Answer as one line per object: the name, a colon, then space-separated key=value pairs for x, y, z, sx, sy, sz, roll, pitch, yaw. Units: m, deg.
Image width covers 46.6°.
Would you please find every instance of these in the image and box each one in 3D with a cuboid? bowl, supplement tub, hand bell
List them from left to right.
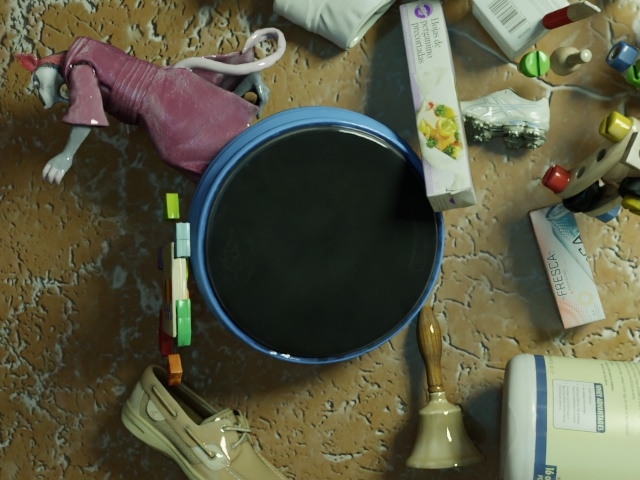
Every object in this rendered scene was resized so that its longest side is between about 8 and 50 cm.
bowl: x=0.000 y=0.000 z=1.101 sx=0.392 sy=0.077 sz=0.390 roll=-2 pitch=103 yaw=-10
hand bell: x=0.179 y=0.221 z=1.154 sx=0.126 sy=0.126 sz=0.241 roll=-7 pitch=79 yaw=13
supplement tub: x=0.416 y=0.283 z=1.021 sx=0.325 sy=0.235 sz=0.235 roll=3 pitch=94 yaw=13

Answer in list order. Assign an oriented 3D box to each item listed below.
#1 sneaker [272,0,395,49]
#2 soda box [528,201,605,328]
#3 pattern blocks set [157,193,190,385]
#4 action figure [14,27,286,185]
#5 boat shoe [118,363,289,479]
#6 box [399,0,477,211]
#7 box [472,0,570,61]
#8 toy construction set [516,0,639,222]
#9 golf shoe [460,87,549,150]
sneaker: x=0.068 y=-0.440 z=1.134 sx=0.169 sy=0.108 sz=0.292 roll=33 pitch=109 yaw=7
soda box: x=0.366 y=0.035 z=1.110 sx=0.063 sy=0.058 sz=0.183 roll=-17 pitch=90 yaw=13
pattern blocks set: x=-0.221 y=0.071 z=1.124 sx=0.026 sy=0.325 sz=0.285 roll=-1 pitch=95 yaw=-16
action figure: x=-0.270 y=-0.221 z=1.112 sx=0.370 sy=0.248 sz=0.275 roll=20 pitch=125 yaw=-12
boat shoe: x=-0.172 y=0.329 z=1.212 sx=0.341 sy=0.122 sz=0.110 roll=30 pitch=98 yaw=11
box: x=0.169 y=-0.201 z=1.078 sx=0.063 sy=0.067 sz=0.323 roll=-11 pitch=67 yaw=15
box: x=0.292 y=-0.338 z=1.092 sx=0.102 sy=0.087 sz=0.101 roll=-39 pitch=85 yaw=10
toy construction set: x=0.402 y=-0.169 z=0.948 sx=0.257 sy=0.237 sz=0.308 roll=-38 pitch=99 yaw=1
golf shoe: x=0.260 y=-0.195 z=1.130 sx=0.176 sy=0.069 sz=0.086 roll=15 pitch=71 yaw=12
